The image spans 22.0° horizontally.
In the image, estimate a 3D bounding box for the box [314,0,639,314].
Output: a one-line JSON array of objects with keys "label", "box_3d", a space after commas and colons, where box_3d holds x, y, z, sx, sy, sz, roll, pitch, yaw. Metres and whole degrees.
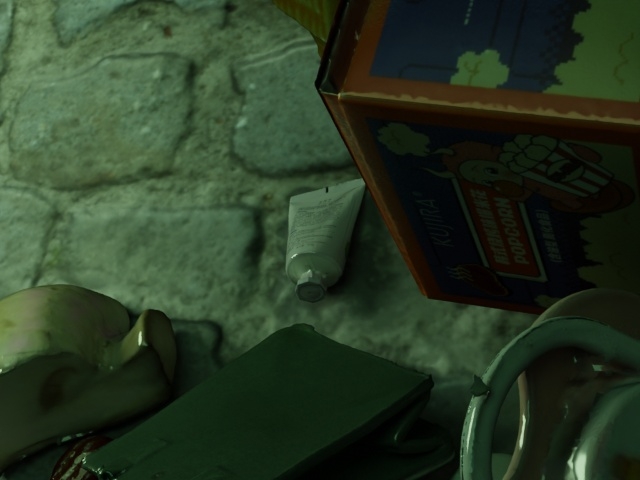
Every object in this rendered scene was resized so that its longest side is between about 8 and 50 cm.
[{"label": "box", "box_3d": [0.195, -0.145, 1.343, 0.257, 0.348, 0.318, 9, 67, 21]}]

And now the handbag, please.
[{"label": "handbag", "box_3d": [-0.051, 0.173, 1.370, 0.260, 0.079, 0.247, -26, 19, -23]}]

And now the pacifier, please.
[{"label": "pacifier", "box_3d": [0.204, 0.197, 1.243, 0.220, 0.273, 0.332, 15, 65, 7]}]

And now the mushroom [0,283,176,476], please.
[{"label": "mushroom", "box_3d": [-0.274, 0.095, 1.606, 0.236, 0.162, 0.173, -25, 53, 12]}]

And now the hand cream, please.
[{"label": "hand cream", "box_3d": [0.000, 0.000, 1.591, 0.084, 0.053, 0.142, -13, 40, 22]}]

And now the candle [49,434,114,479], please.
[{"label": "candle", "box_3d": [-0.299, 0.319, 1.557, 0.051, 0.048, 0.329, 29, 77, 25]}]

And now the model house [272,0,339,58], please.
[{"label": "model house", "box_3d": [0.053, -0.257, 1.589, 0.173, 0.239, 0.268, -47, 49, -5]}]
